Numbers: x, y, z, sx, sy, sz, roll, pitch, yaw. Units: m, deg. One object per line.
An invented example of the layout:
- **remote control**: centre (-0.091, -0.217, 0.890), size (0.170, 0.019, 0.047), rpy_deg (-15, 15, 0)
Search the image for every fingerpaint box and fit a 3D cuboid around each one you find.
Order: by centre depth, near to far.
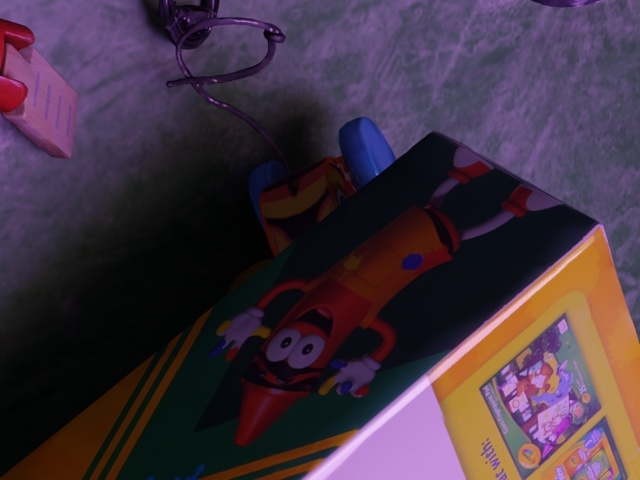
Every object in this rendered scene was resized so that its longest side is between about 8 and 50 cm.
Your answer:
- **fingerpaint box**: centre (0.045, 0.219, 0.937), size (0.371, 0.163, 0.445), rpy_deg (-40, 132, -13)

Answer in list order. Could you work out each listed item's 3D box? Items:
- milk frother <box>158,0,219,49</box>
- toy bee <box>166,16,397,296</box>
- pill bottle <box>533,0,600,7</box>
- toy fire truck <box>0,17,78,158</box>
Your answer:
- **milk frother**: centre (-0.024, -0.183, 0.926), size (0.129, 0.135, 0.143), rpy_deg (-13, 115, -42)
- **toy bee**: centre (0.000, 0.000, 1.007), size (0.298, 0.162, 0.195), rpy_deg (17, 137, -40)
- **pill bottle**: centre (0.162, -0.298, 1.074), size (0.130, 0.130, 0.245), rpy_deg (-52, 136, -17)
- **toy fire truck**: centre (-0.222, -0.041, 0.794), size (0.246, 0.158, 0.217), rpy_deg (12, 97, -37)
